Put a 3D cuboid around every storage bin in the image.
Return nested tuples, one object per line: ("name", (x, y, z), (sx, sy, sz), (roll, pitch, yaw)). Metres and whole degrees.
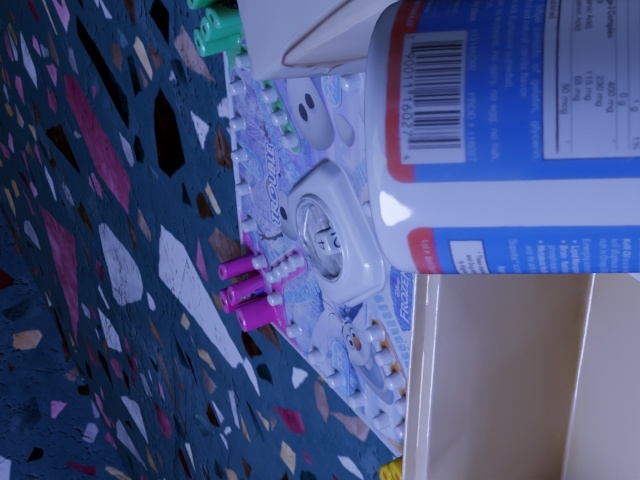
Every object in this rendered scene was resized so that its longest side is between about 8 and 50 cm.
("storage bin", (0.163, 0.138, 0.537), (0.262, 0.123, 0.260), (40, 139, 48))

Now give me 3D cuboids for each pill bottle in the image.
("pill bottle", (0.137, -0.047, 0.473), (0.124, 0.222, 0.124), (0, -90, -75))

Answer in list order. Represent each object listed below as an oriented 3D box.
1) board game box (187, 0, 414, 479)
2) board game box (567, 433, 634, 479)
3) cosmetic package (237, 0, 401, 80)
("board game box", (0.000, 0.000, 0.998), (0.390, 0.050, 0.390), (42, 144, 45))
("board game box", (0.258, 0.260, 0.656), (0.316, 0.064, 0.242), (35, 139, 51))
("cosmetic package", (0.081, -0.170, 0.552), (0.309, 0.160, 0.113), (167, 93, -66))
